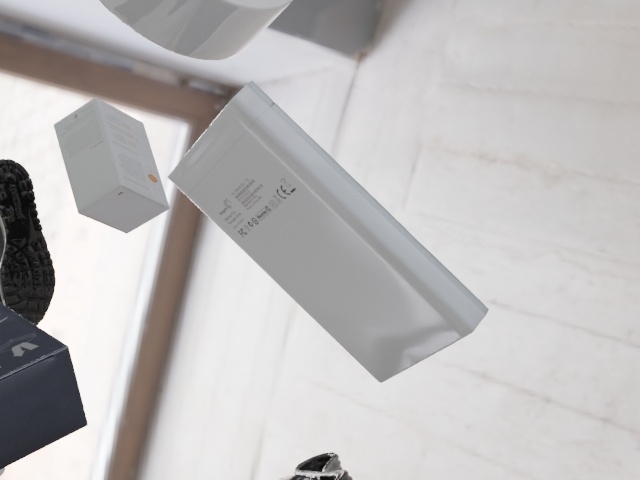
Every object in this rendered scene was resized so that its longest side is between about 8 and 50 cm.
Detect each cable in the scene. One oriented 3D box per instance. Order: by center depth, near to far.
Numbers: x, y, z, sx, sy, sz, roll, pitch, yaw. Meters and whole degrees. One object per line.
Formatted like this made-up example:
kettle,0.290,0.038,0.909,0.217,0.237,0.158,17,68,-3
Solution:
cable,0.004,0.306,1.698,0.072,0.139,0.287,59,156,-3

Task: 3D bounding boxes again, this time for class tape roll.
tape roll,-0.160,-0.348,1.635,0.100,0.286,0.286,-40,50,36

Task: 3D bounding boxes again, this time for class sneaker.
sneaker,-0.514,0.020,2.308,0.124,0.107,0.283,-24,69,38

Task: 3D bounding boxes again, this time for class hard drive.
hard drive,0.000,0.000,1.595,0.047,0.353,0.233,-48,4,-30

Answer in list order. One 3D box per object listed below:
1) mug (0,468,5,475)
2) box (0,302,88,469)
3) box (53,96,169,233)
mug,-0.485,0.305,1.987,0.062,0.078,0.064,7,119,39
box,-0.332,0.145,1.348,0.158,0.156,0.093,23,130,48
box,-0.329,-0.116,2.235,0.091,0.130,0.170,-29,63,20
